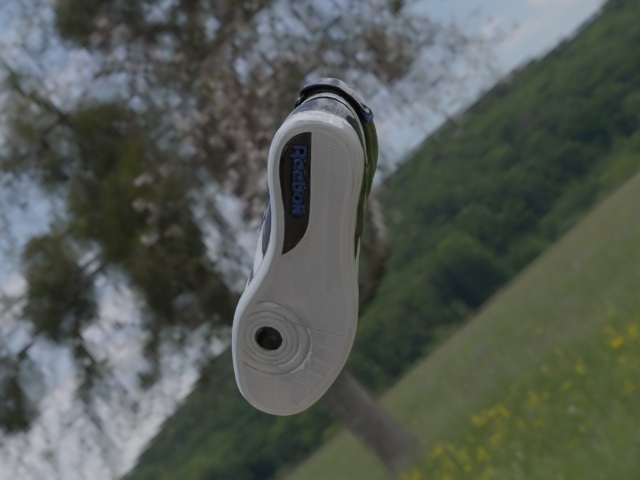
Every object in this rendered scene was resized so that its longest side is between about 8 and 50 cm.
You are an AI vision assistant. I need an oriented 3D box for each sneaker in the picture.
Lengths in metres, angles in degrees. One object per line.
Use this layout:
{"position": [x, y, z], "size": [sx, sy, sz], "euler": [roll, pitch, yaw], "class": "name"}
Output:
{"position": [0.000, 0.000, 1.134], "size": [0.121, 0.079, 0.217], "euler": [-65, -12, -63], "class": "sneaker"}
